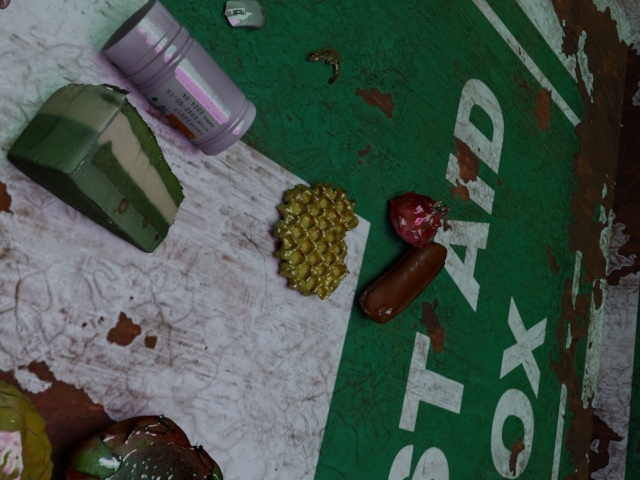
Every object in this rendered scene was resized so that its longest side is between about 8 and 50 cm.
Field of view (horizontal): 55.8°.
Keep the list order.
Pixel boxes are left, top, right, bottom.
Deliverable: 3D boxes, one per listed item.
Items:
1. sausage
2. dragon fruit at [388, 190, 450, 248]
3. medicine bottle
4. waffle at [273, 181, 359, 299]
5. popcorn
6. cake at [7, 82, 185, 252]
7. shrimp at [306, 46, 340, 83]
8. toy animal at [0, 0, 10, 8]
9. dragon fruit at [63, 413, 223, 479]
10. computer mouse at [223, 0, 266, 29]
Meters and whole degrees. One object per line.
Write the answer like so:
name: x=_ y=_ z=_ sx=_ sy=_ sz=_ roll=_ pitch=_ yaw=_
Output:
sausage: x=0.211 y=0.100 z=1.482 sx=0.330 sy=0.102 sz=0.102 roll=-37 pitch=112 yaw=-41
dragon fruit: x=0.254 y=-0.074 z=1.504 sx=0.153 sy=0.111 sz=0.153 roll=26 pitch=44 yaw=-28
medicine bottle: x=-0.236 y=-0.275 z=1.041 sx=0.250 sy=0.133 sz=0.133 roll=47 pitch=57 yaw=-34
waffle: x=-0.001 y=0.000 z=1.310 sx=0.249 sy=0.056 sz=0.254 roll=-7 pitch=90 yaw=-44
popcorn: x=-0.448 y=0.277 z=0.747 sx=0.233 sy=0.192 sz=0.266 roll=-53 pitch=139 yaw=-40
cake: x=-0.350 y=-0.112 z=0.975 sx=0.158 sy=0.172 sz=0.284 roll=-62 pitch=160 yaw=-20
shrimp: x=0.012 y=-0.397 z=1.375 sx=0.114 sy=0.023 sz=0.083 roll=-22 pitch=105 yaw=-47
toy animal: x=-0.514 y=-0.400 z=0.759 sx=0.250 sy=0.154 sz=0.167 roll=24 pitch=62 yaw=-44
dragon fruit: x=-0.282 y=0.409 z=0.946 sx=0.268 sy=0.130 sz=0.295 roll=-37 pitch=112 yaw=-40
computer mouse: x=-0.147 y=-0.456 z=1.213 sx=0.110 sy=0.032 sz=0.056 roll=-19 pitch=99 yaw=-44
